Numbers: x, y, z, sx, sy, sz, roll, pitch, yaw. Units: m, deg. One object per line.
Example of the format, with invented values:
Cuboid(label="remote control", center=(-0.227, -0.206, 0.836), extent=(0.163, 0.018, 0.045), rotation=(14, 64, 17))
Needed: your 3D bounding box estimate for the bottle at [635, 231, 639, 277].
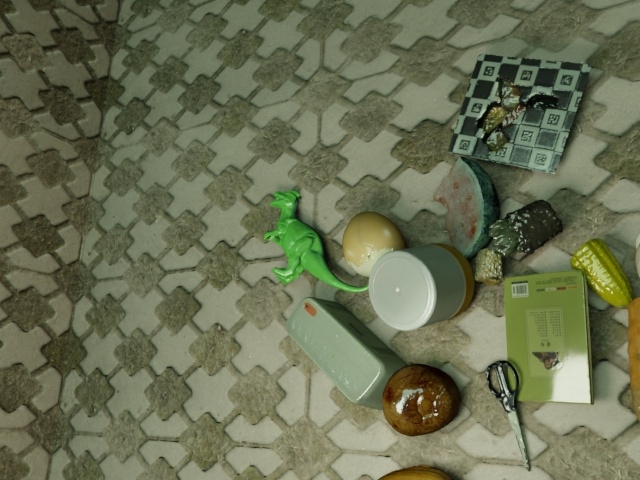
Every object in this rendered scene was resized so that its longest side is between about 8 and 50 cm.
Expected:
Cuboid(label="bottle", center=(0.863, 0.028, 1.546), extent=(0.147, 0.236, 0.148), rotation=(7, 113, 17))

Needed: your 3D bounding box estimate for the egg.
Cuboid(label="egg", center=(0.170, 0.010, 2.009), extent=(0.201, 0.201, 0.245), rotation=(-33, 49, 20))

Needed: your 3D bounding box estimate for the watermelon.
Cuboid(label="watermelon", center=(0.460, -0.096, 1.920), extent=(0.226, 0.148, 0.319), rotation=(0, 89, 51))

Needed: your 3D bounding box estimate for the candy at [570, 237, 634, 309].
Cuboid(label="candy", center=(0.765, 0.097, 1.658), extent=(0.106, 0.094, 0.199), rotation=(-41, 60, 22))

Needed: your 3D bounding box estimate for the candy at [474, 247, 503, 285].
Cuboid(label="candy", center=(0.501, 0.082, 1.831), extent=(0.085, 0.095, 0.110), rotation=(9, 78, -8))

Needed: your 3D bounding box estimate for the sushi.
Cuboid(label="sushi", center=(0.619, -0.395, 1.929), extent=(0.359, 0.064, 0.343), rotation=(18, 89, 35))

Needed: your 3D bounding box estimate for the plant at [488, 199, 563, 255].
Cuboid(label="plant", center=(0.587, -0.029, 1.780), extent=(0.194, 0.132, 0.129), rotation=(-28, 87, 9))

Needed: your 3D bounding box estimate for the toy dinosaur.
Cuboid(label="toy dinosaur", center=(0.000, 0.000, 2.204), extent=(0.499, 0.144, 0.375), rotation=(7, 63, 25))

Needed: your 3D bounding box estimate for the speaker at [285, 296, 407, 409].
Cuboid(label="speaker", center=(0.077, 0.350, 1.970), extent=(0.406, 0.184, 0.183), rotation=(41, 99, 35))

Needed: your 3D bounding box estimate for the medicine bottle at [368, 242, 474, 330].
Cuboid(label="medicine bottle", center=(0.298, 0.134, 1.828), extent=(0.237, 0.231, 0.238), rotation=(5, 98, 43))

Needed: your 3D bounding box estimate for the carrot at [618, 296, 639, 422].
Cuboid(label="carrot", center=(0.851, 0.311, 1.461), extent=(0.224, 0.224, 0.341), rotation=(-11, 64, 30))

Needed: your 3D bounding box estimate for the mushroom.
Cuboid(label="mushroom", center=(0.292, 0.460, 1.782), extent=(0.231, 0.138, 0.194), rotation=(-26, 98, -8))

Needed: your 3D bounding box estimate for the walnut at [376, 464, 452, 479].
Cuboid(label="walnut", center=(0.265, 0.737, 1.719), extent=(0.297, 0.203, 0.203), rotation=(-14, 68, 25))

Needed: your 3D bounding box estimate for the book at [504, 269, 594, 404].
Cuboid(label="book", center=(0.620, 0.265, 1.697), extent=(0.239, 0.035, 0.352), rotation=(-10, 75, 44))

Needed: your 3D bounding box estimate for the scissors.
Cuboid(label="scissors", center=(0.533, 0.487, 1.715), extent=(0.109, 0.022, 0.300), rotation=(-35, 60, 51))
